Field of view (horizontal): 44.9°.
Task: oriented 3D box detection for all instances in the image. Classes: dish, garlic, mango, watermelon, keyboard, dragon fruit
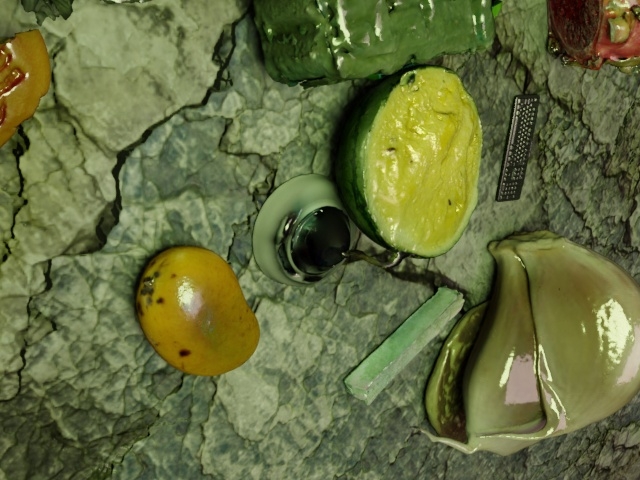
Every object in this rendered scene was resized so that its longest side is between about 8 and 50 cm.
[{"bbox_3d":[0.000,0.000,0.896,0.141,0.078,0.141,-16,118,-31],"label":"dish"},{"bbox_3d":[0.327,0.177,1.090,0.246,0.231,0.340,37,74,-36],"label":"garlic"},{"bbox_3d":[-0.131,0.084,0.831,0.115,0.090,0.178,-44,138,-23],"label":"mango"},{"bbox_3d":[0.090,-0.084,0.891,0.204,0.127,0.232,12,91,-43],"label":"watermelon"},{"bbox_3d":[0.280,-0.129,1.097,0.053,0.010,0.155,-9,115,-36],"label":"keyboard"},{"bbox_3d":[0.361,-0.303,0.959,0.147,0.211,0.282,-22,140,-13],"label":"dragon fruit"}]

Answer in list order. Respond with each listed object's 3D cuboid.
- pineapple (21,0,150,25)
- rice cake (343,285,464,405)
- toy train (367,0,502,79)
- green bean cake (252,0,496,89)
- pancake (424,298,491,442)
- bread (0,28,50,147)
[{"bbox_3d":[-0.241,-0.234,0.526,0.170,0.141,0.310,-26,162,14],"label":"pineapple"},{"bbox_3d":[0.120,0.142,1.074,0.211,0.043,0.034,-41,136,-15],"label":"rice cake"},{"bbox_3d":[0.135,-0.238,0.916,0.209,0.044,0.042,-26,123,-26],"label":"toy train"},{"bbox_3d":[0.055,-0.285,0.755,0.255,0.132,0.241,-19,104,-30],"label":"green bean cake"},{"bbox_3d":[0.256,0.210,1.214,0.250,0.031,0.250,-16,118,-32],"label":"pancake"},{"bbox_3d":[-0.301,-0.120,0.608,0.156,0.086,0.125,3,109,-37],"label":"bread"}]
